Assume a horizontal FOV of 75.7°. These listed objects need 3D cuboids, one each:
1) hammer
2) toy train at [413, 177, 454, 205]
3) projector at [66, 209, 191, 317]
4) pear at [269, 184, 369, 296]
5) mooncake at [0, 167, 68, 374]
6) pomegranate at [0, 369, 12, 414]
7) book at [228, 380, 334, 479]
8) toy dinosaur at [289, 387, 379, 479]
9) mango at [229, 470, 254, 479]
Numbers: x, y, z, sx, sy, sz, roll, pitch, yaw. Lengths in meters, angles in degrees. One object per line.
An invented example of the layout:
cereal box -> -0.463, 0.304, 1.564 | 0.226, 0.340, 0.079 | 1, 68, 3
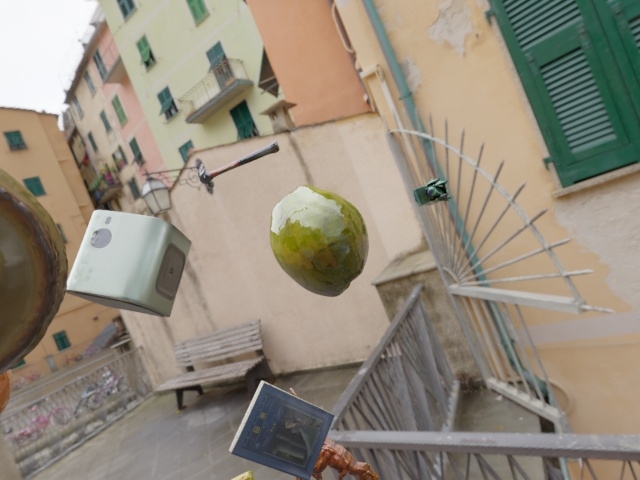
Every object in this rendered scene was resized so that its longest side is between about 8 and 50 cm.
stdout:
hammer -> -0.265, -0.251, 1.337 | 0.287, 0.033, 0.111 | -22, -18, 7
toy train -> 0.344, -0.143, 1.262 | 0.099, 0.070, 0.172 | -24, -7, 29
projector -> -0.557, 0.076, 1.226 | 0.248, 0.249, 0.248 | 8, -20, 7
pear -> 0.000, 0.000, 1.490 | 0.352, 0.413, 0.352 | -36, 3, 2
mooncake -> -0.621, 0.051, 0.632 | 0.393, 0.395, 0.246 | 4, 7, -36
pomegranate -> -0.860, 0.348, 0.938 | 0.264, 0.265, 0.264 | -22, 1, 0
book -> -0.096, 0.528, 1.136 | 0.025, 0.269, 0.191 | -8, 51, 56
toy dinosaur -> -0.005, 0.725, 1.401 | 0.208, 0.432, 0.097 | -49, 2, 8
mango -> -0.287, 0.830, 1.331 | 0.187, 0.101, 0.066 | -41, -25, -12
